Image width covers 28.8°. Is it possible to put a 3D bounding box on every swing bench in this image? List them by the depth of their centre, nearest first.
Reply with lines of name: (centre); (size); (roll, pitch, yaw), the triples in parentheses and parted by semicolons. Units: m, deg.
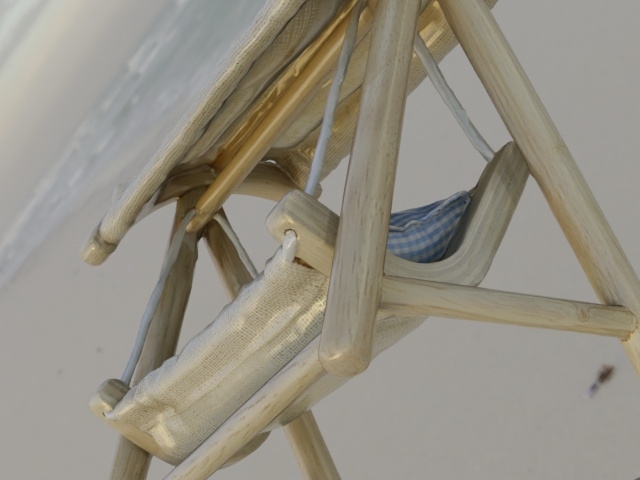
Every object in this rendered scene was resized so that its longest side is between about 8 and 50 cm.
swing bench: (0.000, 0.000, 0.588); (0.253, 0.165, 0.255); (-46, 45, 47)

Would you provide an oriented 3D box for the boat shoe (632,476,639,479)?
boat shoe: (0.197, 0.222, 0.677); (0.089, 0.109, 0.258); (-88, -5, -45)
